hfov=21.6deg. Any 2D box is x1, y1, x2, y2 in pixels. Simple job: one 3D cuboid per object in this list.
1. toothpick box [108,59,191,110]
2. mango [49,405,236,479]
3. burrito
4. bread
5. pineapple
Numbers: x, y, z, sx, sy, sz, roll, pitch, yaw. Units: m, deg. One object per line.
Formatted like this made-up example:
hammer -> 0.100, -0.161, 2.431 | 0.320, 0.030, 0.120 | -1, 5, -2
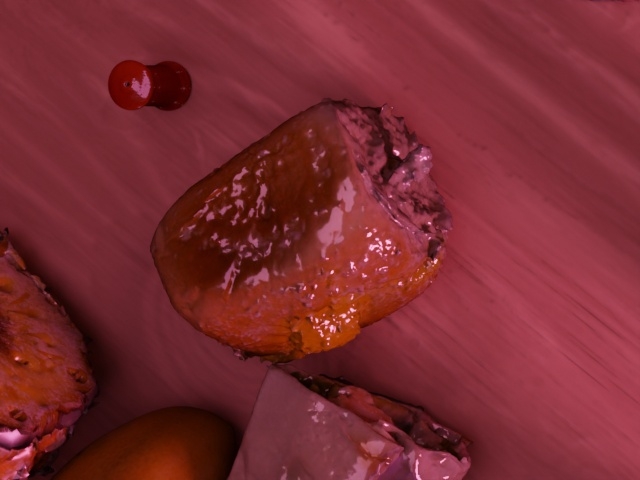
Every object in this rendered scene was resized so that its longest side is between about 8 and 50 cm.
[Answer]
toothpick box -> -0.155, -0.140, 1.508 | 0.047, 0.083, 0.047 | 2, 94, 21
mango -> -0.192, 0.284, 1.496 | 0.173, 0.211, 0.317 | 36, 94, 13
burrito -> -0.002, 0.286, 1.438 | 0.190, 0.135, 0.332 | 14, 103, -25
bread -> 0.000, 0.000, 1.406 | 0.246, 0.195, 0.176 | -32, 79, 20
pineapple -> -0.397, 0.148, 1.503 | 0.300, 0.352, 0.352 | -43, 80, 28
